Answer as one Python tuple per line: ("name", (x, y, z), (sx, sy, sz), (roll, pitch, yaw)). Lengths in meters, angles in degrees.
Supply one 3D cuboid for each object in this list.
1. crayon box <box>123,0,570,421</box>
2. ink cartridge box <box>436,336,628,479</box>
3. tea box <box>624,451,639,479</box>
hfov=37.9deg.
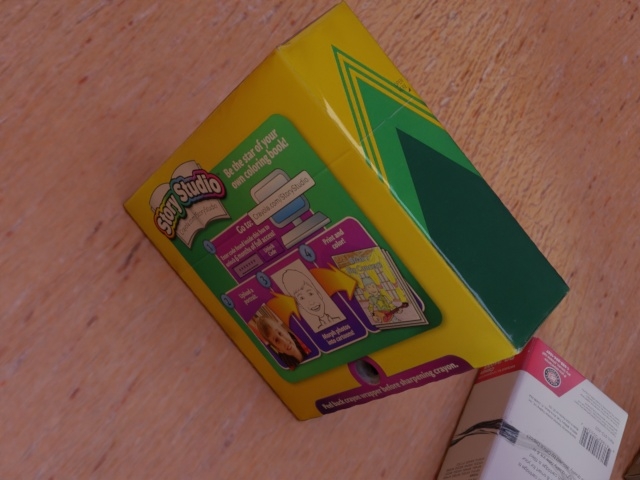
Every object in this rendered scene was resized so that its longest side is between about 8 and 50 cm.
("crayon box", (0.000, 0.000, 0.897), (0.313, 0.363, 0.106), (52, 54, -5))
("ink cartridge box", (0.250, 0.265, 1.113), (0.172, 0.100, 0.237), (39, 55, -13))
("tea box", (0.643, 0.260, 1.221), (0.220, 0.323, 0.329), (52, 55, -4))
